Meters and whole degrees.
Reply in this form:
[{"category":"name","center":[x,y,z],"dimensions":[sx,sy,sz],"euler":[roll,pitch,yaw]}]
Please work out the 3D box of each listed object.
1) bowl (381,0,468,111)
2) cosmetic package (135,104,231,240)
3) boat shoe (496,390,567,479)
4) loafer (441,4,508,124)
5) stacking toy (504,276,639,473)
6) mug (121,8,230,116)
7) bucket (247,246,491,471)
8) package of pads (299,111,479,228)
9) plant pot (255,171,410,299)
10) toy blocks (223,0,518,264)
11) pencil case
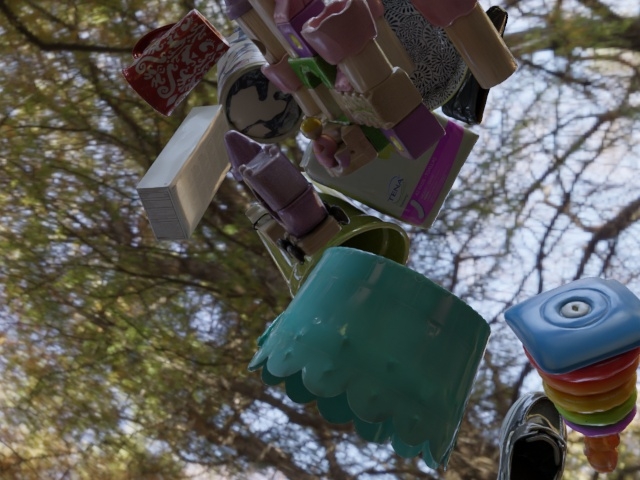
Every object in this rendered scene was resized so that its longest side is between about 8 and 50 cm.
[{"category":"bowl","center":[0.117,-0.252,1.080],"dimensions":[0.080,0.170,0.170],"euler":[-44,-57,-59]},{"category":"cosmetic package","center":[-0.203,-0.110,1.295],"dimensions":[0.239,0.061,0.098],"euler":[-69,-27,-50]},{"category":"boat shoe","center":[0.361,0.364,1.385],"dimensions":[0.335,0.121,0.119],"euler":[-60,-6,-48]},{"category":"loafer","center":[0.233,-0.246,1.184],"dimensions":[0.062,0.061,0.170],"euler":[-8,-56,-45]},{"category":"stacking toy","center":[0.388,0.217,1.186],"dimensions":[0.166,0.175,0.301],"euler":[-20,-65,-1]},{"category":"mug","center":[-0.262,-0.330,1.474],"dimensions":[0.169,0.113,0.150],"euler":[-42,-94,9]},{"category":"bucket","center":[0.069,0.145,1.052],"dimensions":[0.281,0.281,0.183],"euler":[39,-108,-34]},{"category":"package of pads","center":[0.132,-0.173,1.661],"dimensions":[0.297,0.101,0.229],"euler":[26,-84,-11]},{"category":"plant pot","center":[0.000,0.000,1.724],"dimensions":[0.276,0.254,0.276],"euler":[-25,-38,-22]},{"category":"toy blocks","center":[-0.024,-0.193,0.850],"dimensions":[0.309,0.288,0.260],"euler":[-43,-67,-9]},{"category":"pencil case","center":[-0.119,-0.318,1.645],"dimensions":[0.160,0.410,0.183],"euler":[31,-73,-19]}]
